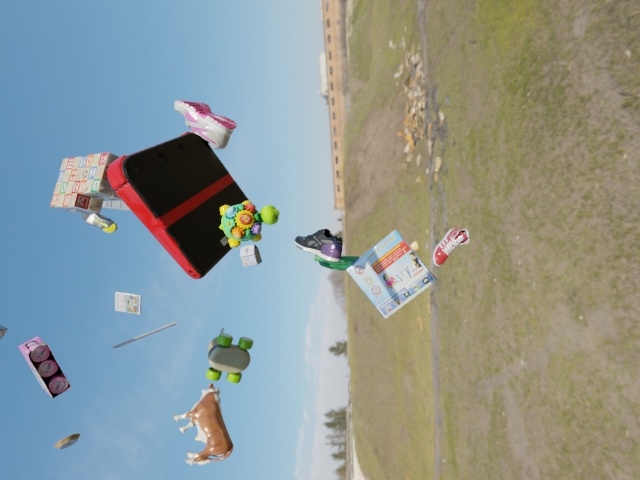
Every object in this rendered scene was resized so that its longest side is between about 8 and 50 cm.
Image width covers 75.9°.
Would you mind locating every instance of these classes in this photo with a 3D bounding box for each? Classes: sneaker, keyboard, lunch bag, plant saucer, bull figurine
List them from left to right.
[{"bbox_3d":[-0.901,0.720,1.466,0.015,0.083,0.083,55,171,23],"label":"plant saucer"},{"bbox_3d":[-0.819,-0.071,1.527,0.053,0.144,0.059,-58,0,-2],"label":"sneaker"},{"bbox_3d":[-0.696,0.375,1.640,0.014,0.255,0.072,66,151,8],"label":"keyboard"},{"bbox_3d":[-0.389,-0.375,1.333,0.102,0.252,0.111,-18,-42,-53],"label":"sneaker"},{"bbox_3d":[-0.445,0.703,1.576,0.310,0.188,0.101,50,155,43],"label":"bull figurine"},{"bbox_3d":[-0.286,0.060,1.665,0.053,0.070,0.084,-33,-68,-66],"label":"lunch bag"},{"bbox_3d":[0.000,0.000,1.832,0.107,0.283,0.124,4,-77,-45],"label":"sneaker"},{"bbox_3d":[0.339,0.014,1.059,0.119,0.042,0.067,-55,12,-16],"label":"sneaker"}]

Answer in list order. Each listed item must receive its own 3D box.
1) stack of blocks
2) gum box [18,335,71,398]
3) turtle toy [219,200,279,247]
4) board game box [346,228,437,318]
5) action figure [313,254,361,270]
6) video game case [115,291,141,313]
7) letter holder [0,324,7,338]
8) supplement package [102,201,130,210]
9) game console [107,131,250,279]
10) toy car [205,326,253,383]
[{"bbox_3d":[-0.748,-0.181,1.337,0.087,0.296,0.172,22,-106,-54],"label":"stack of blocks"},{"bbox_3d":[-0.905,0.411,1.346,0.062,0.107,0.189,-33,-62,-41],"label":"gum box"},{"bbox_3d":[-0.152,-0.044,0.880,0.066,0.130,0.095,-25,82,66],"label":"turtle toy"},{"bbox_3d":[0.335,0.158,1.958,0.302,0.308,0.086,51,-169,0],"label":"board game box"},{"bbox_3d":[0.077,0.104,2.098,0.064,0.231,0.137,-96,20,-46],"label":"action figure"},{"bbox_3d":[-0.862,0.281,1.840,0.011,0.121,0.087,-46,-38,-78],"label":"video game case"},{"bbox_3d":[-0.765,0.162,0.682,0.215,0.301,0.152,-60,6,-21],"label":"letter holder"},{"bbox_3d":[-0.823,-0.199,1.747,0.105,0.179,0.105,117,151,-43],"label":"supplement package"},{"bbox_3d":[-0.344,-0.115,1.114,0.342,0.060,0.387,56,-152,-14],"label":"game console"},{"bbox_3d":[-0.344,0.396,1.483,0.188,0.148,0.155,22,94,62],"label":"toy car"}]
